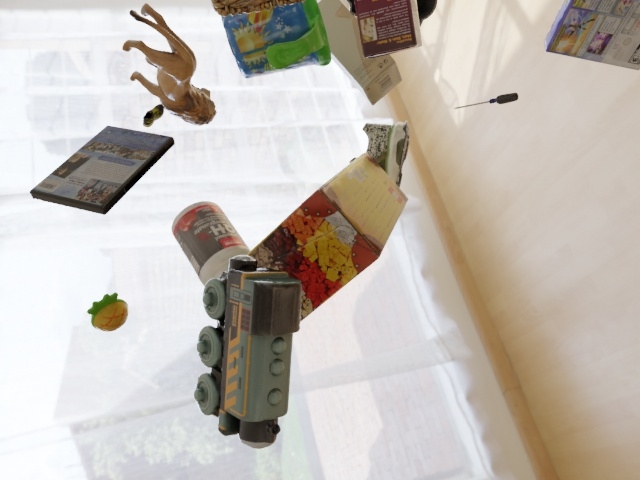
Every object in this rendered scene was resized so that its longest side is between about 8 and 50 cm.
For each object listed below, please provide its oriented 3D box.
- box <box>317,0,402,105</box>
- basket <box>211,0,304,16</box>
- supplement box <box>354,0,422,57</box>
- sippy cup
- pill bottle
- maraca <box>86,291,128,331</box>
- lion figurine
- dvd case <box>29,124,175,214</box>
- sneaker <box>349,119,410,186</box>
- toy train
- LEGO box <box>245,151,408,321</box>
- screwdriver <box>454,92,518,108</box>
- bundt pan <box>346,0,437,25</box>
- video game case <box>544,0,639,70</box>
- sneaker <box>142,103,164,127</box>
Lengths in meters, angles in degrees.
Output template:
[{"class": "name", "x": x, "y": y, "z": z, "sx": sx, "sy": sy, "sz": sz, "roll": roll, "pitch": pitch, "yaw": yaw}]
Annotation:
[{"class": "box", "x": 0.094, "y": -0.572, "z": 1.581, "sx": 0.311, "sy": 0.121, "sz": 0.148, "roll": 53, "pitch": -170, "yaw": 14}, {"class": "basket", "x": -0.123, "y": -0.554, "z": 0.880, "sx": 0.223, "sy": 0.213, "sz": 0.299, "roll": 88, "pitch": 161, "yaw": -49}, {"class": "supplement box", "x": 0.122, "y": -0.449, "z": 0.991, "sx": 0.081, "sy": 0.104, "sz": 0.188, "roll": -43, "pitch": -56, "yaw": -63}, {"class": "sippy cup", "x": -0.114, "y": -0.511, "z": 1.289, "sx": 0.305, "sy": 0.224, "sz": 0.240, "roll": -101, "pitch": -9, "yaw": -85}, {"class": "pill bottle", "x": -0.308, "y": 0.043, "z": 1.593, "sx": 0.318, "sy": 0.176, "sz": 0.176, "roll": 51, "pitch": 147, "yaw": 30}, {"class": "maraca", "x": -0.691, "y": 0.232, "z": 1.722, "sx": 0.099, "sy": 0.127, "sz": 0.186, "roll": 40, "pitch": 153, "yaw": 22}, {"class": "lion figurine", "x": -0.395, "y": -0.449, "z": 1.432, "sx": 0.142, "sy": 0.240, "sz": 0.392, "roll": -55, "pitch": 4, "yaw": -10}, {"class": "dvd case", "x": -0.445, "y": -0.154, "z": 1.098, "sx": 0.022, "sy": 0.180, "sz": 0.253, "roll": 86, "pitch": -157, "yaw": -44}, {"class": "sneaker", "x": 0.186, "y": -0.229, "z": 1.827, "sx": 0.158, "sy": 0.182, "sz": 0.411, "roll": -49, "pitch": -28, "yaw": -60}, {"class": "toy train", "x": -0.127, "y": 0.196, "z": 0.942, "sx": 0.190, "sy": 0.142, "sz": 0.334, "roll": 7, "pitch": 93, "yaw": 50}, {"class": "LEGO box", "x": 0.000, "y": 0.000, "z": 1.351, "sx": 0.372, "sy": 0.500, "sz": 0.193, "roll": -42, "pitch": 93, "yaw": 24}, {"class": "screwdriver", "x": 0.405, "y": -0.339, "z": 1.306, "sx": 0.169, "sy": 0.025, "sz": 0.024, "roll": -4, "pitch": 138, "yaw": 42}, {"class": "bundt pan", "x": 0.219, "y": -0.829, "z": 1.690, "sx": 0.124, "sy": 0.330, "sz": 0.331, "roll": -111, "pitch": 20, "yaw": -66}, {"class": "video game case", "x": 0.709, "y": -0.555, "z": 1.255, "sx": 0.270, "sy": 0.244, "sz": 0.061, "roll": 100, "pitch": -178, "yaw": -54}, {"class": "sneaker", "x": -0.452, "y": -0.343, "z": 1.435, "sx": 0.083, "sy": 0.031, "sz": 0.035, "roll": -63, "pitch": 0, "yaw": -26}]
